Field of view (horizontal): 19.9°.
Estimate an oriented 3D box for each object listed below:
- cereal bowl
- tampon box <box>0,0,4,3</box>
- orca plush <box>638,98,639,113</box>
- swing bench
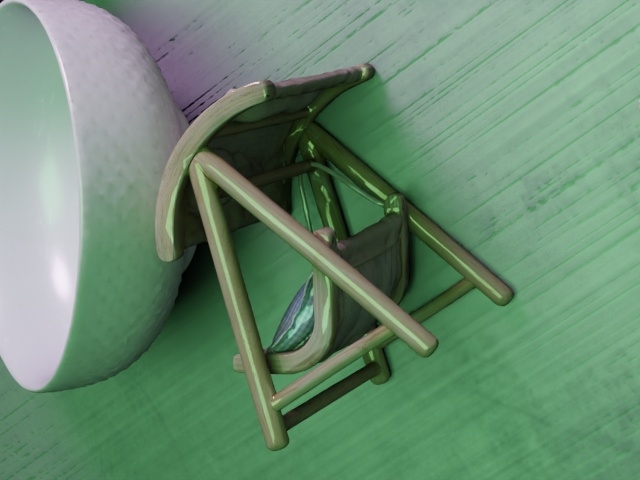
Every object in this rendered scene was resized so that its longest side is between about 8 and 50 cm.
[{"bbox_3d":[-0.197,-0.042,1.574,0.339,0.141,0.338,15,106,62],"label":"cereal bowl"},{"bbox_3d":[-0.301,-0.281,1.647,0.120,0.101,0.161,33,109,14],"label":"tampon box"},{"bbox_3d":[0.361,-0.014,1.428,0.102,0.151,0.287,-32,82,-8],"label":"orca plush"},{"bbox_3d":[0.000,0.000,1.488,0.165,0.253,0.254,-35,85,22],"label":"swing bench"}]
